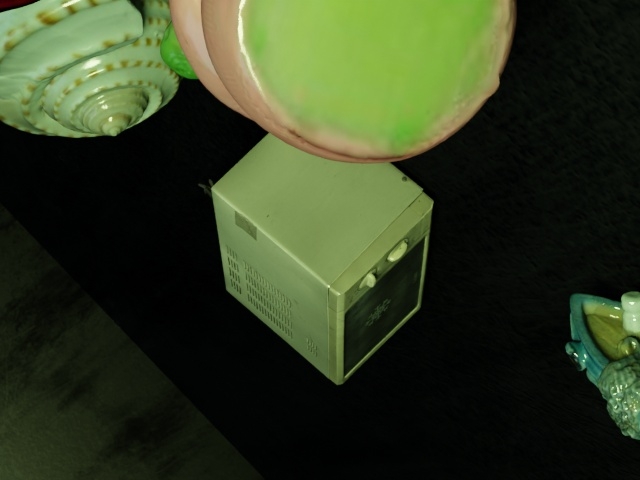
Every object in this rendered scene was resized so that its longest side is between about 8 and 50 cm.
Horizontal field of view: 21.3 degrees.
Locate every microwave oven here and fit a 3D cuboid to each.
[{"bbox_3d":[0.000,0.000,1.639,0.194,0.145,0.240,43,163,18],"label":"microwave oven"}]

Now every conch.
[{"bbox_3d":[-0.280,-0.232,1.591,0.319,0.215,0.303,42,-179,21],"label":"conch"}]

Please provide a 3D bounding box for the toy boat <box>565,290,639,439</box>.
[{"bbox_3d":[0.278,0.096,1.292,0.238,0.109,0.098,24,133,44],"label":"toy boat"}]

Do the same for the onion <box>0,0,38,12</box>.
[{"bbox_3d":[-0.214,-0.274,1.315,0.146,0.314,0.280,32,175,-10],"label":"onion"}]

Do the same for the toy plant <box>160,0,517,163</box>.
[{"bbox_3d":[0.010,-0.158,1.164,0.317,0.210,0.356,51,175,-22],"label":"toy plant"}]
